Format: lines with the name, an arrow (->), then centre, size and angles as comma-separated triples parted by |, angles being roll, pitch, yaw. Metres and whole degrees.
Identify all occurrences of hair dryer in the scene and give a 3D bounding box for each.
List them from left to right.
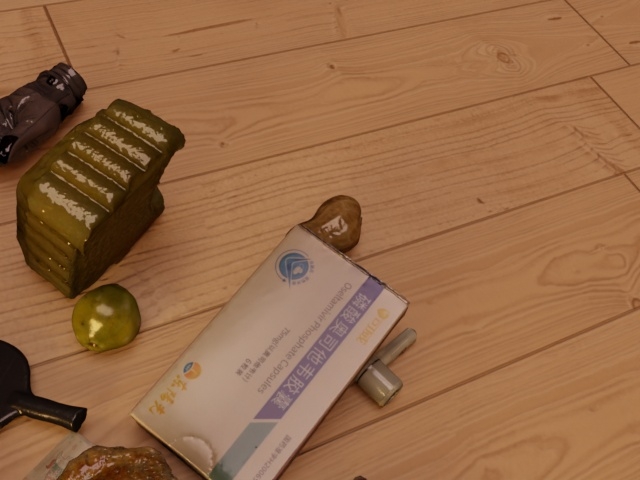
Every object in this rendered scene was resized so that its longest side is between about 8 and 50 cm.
hair dryer -> 0.103, 0.171, 1.076 | 0.082, 0.047, 0.137 | 41, 49, 18

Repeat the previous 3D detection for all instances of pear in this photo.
pear -> -0.292, 0.101, 1.018 | 0.092, 0.092, 0.097 | 9, 53, -5

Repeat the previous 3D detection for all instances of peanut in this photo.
peanut -> 0.002, 0.001, 1.156 | 0.089, 0.089, 0.193 | 38, 60, 17

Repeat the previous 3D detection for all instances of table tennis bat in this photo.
table tennis bat -> -0.412, 0.197, 0.946 | 0.236, 0.027, 0.150 | 14, 52, 7

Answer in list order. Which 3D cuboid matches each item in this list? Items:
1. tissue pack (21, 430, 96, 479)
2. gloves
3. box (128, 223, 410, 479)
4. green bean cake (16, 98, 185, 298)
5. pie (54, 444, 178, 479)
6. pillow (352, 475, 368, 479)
tissue pack -> -0.321, 0.288, 0.909 | 0.056, 0.023, 0.108 | 31, 53, 13
gloves -> -0.481, -0.194, 1.185 | 0.142, 0.119, 0.285 | 26, 38, 22
box -> -0.060, 0.160, 0.988 | 0.200, 0.065, 0.343 | 35, 68, 14
green bean cake -> -0.307, -0.060, 1.031 | 0.124, 0.236, 0.233 | 37, 56, 0
pie -> -0.246, 0.325, 0.862 | 0.163, 0.079, 0.193 | 27, 54, 9
pillow -> 0.064, 0.390, 0.879 | 0.179, 0.075, 0.171 | 39, 55, 16
